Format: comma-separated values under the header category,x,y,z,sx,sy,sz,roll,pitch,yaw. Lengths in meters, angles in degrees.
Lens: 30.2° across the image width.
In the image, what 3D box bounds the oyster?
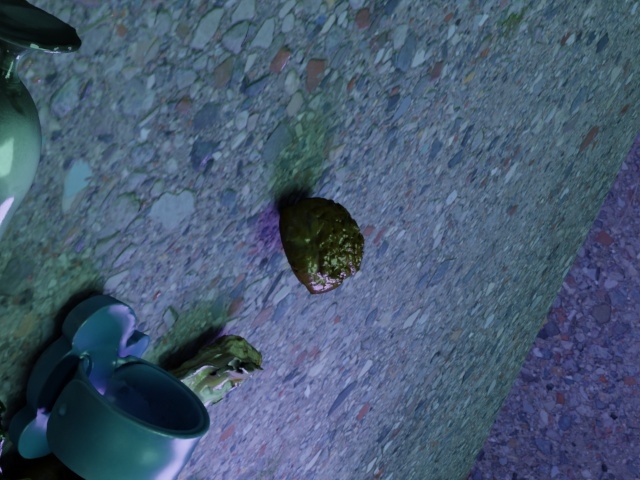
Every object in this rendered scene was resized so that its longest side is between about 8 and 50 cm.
category,x,y,z,sx,sy,sz,roll,pitch,yaw
oyster,-0.167,0.182,1.584,0.209,0.072,0.133,-26,155,-15

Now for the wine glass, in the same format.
category,x,y,z,sx,sy,sz,roll,pitch,yaw
wine glass,-0.275,-0.084,0.958,0.103,0.103,0.222,-14,134,-58

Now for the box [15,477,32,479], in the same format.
category,x,y,z,sx,sy,sz,roll,pitch,yaw
box,-0.385,0.319,1.068,0.260,0.062,0.175,-5,124,-28

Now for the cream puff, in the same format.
category,x,y,z,sx,sy,sz,roll,pitch,yaw
cream puff,0.004,0.001,1.577,0.103,0.126,0.144,-22,-171,4

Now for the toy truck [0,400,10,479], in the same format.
category,x,y,z,sx,sy,sz,roll,pitch,yaw
toy truck,-0.390,0.260,1.163,0.088,0.121,0.259,-13,133,-60

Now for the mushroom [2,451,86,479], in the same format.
category,x,y,z,sx,sy,sz,roll,pitch,yaw
mushroom,-0.317,0.352,1.394,0.297,0.163,0.278,-20,147,-54

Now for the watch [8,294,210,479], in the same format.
category,x,y,z,sx,sy,sz,roll,pitch,yaw
watch,-0.218,0.189,1.316,0.211,0.193,0.211,-41,153,-26
